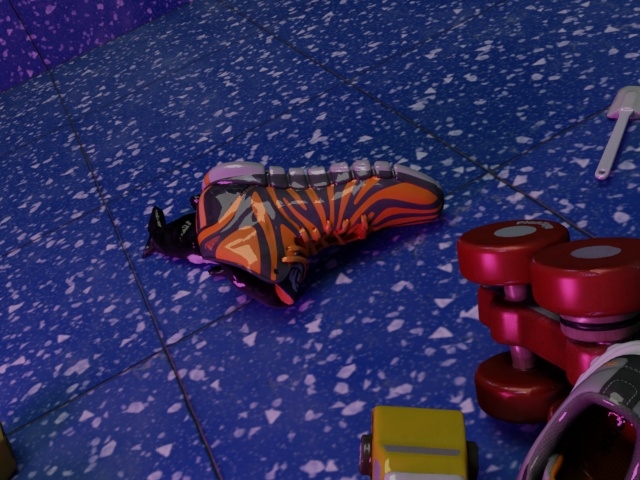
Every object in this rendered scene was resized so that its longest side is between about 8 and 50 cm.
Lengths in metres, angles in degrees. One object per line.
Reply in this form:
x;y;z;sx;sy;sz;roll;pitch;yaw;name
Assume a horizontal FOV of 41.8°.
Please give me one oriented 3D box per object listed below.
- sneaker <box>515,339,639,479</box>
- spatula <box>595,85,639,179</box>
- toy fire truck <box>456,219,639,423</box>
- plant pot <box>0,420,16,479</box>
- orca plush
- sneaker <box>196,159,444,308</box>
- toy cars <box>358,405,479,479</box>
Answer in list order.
0.159;0.192;0.563;0.100;0.272;0.108;30;21;34;sneaker
0.447;-0.143;1.086;0.168;0.019;0.242;6;43;30;spatula
0.276;0.064;0.725;0.254;0.169;0.302;-13;12;-16;toy fire truck
-0.404;0.251;0.972;0.083;0.081;0.081;-22;30;-19;plant pot
-0.159;-0.036;1.218;0.287;0.102;0.151;11;45;42;orca plush
0.000;0.000;1.073;0.321;0.124;0.180;-1;60;4;sneaker
0.006;0.269;0.626;0.176;0.087;0.393;38;63;24;toy cars
